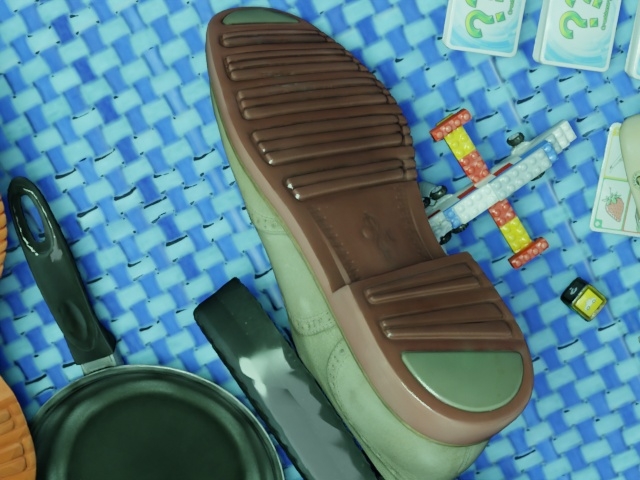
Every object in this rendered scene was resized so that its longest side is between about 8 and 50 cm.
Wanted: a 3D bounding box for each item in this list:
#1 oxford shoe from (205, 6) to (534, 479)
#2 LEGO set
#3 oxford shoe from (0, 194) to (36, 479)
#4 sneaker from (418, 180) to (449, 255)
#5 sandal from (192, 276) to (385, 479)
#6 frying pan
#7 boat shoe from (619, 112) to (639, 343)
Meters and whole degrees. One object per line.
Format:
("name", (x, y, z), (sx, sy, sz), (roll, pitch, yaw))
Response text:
("oxford shoe", (0.000, 0.000, 0.854), (0.123, 0.348, 0.130), (-6, 144, -27))
("LEGO set", (0.160, -0.067, 0.898), (0.183, 0.060, 0.244), (7, 102, -13))
("oxford shoe", (-0.281, 0.034, 0.884), (0.130, 0.133, 0.363), (-21, 125, -33))
("sneaker", (0.071, 0.034, 0.952), (0.061, 0.054, 0.152), (4, 99, -23))
("sandal", (0.079, 0.200, 0.933), (0.107, 0.167, 0.445), (-35, 99, -8))
("frying pan", (-0.165, 0.131, 0.977), (0.197, 0.053, 0.326), (-40, 98, 11))
("boat shoe", (0.267, 0.050, 0.919), (0.098, 0.109, 0.302), (-4, 115, 29))
